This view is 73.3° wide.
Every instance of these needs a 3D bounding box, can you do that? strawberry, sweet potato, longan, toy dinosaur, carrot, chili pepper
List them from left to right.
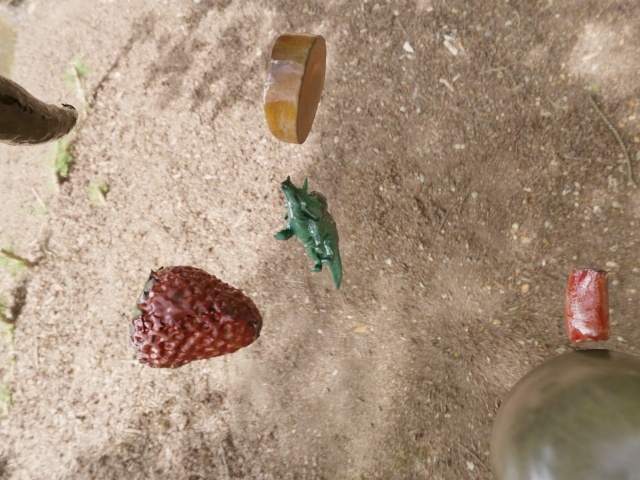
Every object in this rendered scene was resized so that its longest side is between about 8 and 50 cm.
[{"bbox_3d":[-0.563,-0.234,0.749,0.130,0.422,0.131,1,93,9],"label":"sweet potato"},{"bbox_3d":[-0.235,0.153,0.845,0.244,0.205,0.206,14,81,-10],"label":"strawberry"},{"bbox_3d":[-0.062,-0.401,1.165,0.100,0.307,0.259,20,57,11],"label":"carrot"},{"bbox_3d":[-0.005,0.011,0.765,0.079,0.292,0.120,-4,36,25],"label":"toy dinosaur"},{"bbox_3d":[0.437,0.108,0.703,0.070,0.073,0.124,5,85,11],"label":"chili pepper"},{"bbox_3d":[0.356,0.287,0.556,0.242,0.300,0.301,12,81,-2],"label":"longan"}]
